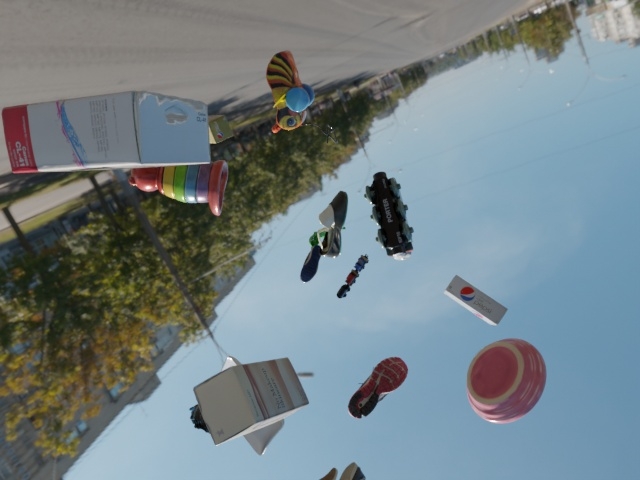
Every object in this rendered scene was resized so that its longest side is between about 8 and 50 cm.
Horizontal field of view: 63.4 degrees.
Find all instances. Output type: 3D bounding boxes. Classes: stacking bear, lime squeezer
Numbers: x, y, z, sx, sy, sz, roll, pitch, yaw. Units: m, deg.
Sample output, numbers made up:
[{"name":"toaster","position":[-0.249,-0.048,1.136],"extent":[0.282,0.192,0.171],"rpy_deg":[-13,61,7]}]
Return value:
[{"name":"stacking bear","position":[-0.457,-0.200,1.659],"extent":[0.289,0.175,0.164],"rpy_deg":[8,160,-3]},{"name":"lime squeezer","position":[0.000,0.000,2.312],"extent":[0.059,0.110,0.310],"rpy_deg":[12,136,-31]}]

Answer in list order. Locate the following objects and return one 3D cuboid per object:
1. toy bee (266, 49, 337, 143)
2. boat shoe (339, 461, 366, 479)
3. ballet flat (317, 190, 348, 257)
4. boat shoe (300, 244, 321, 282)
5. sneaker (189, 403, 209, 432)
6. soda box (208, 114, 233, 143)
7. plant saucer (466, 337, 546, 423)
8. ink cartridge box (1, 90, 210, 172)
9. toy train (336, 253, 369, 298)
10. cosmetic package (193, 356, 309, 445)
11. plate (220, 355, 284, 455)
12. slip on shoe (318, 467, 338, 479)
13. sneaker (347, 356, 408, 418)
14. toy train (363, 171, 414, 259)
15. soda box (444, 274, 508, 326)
[{"name":"toy bee","position":[-0.096,-0.399,1.552],"extent":[0.162,0.298,0.195],"rpy_deg":[-24,176,20]},{"name":"boat shoe","position":[0.073,0.724,1.457],"extent":[0.075,0.065,0.206],"rpy_deg":[-42,-176,38]},{"name":"ballet flat","position":[0.040,-0.050,1.903],"extent":[0.096,0.280,0.095],"rpy_deg":[-6,-147,-18]},{"name":"boat shoe","position":[-0.043,0.110,2.288],"extent":[0.183,0.066,0.066],"rpy_deg":[-64,-171,-23]},{"name":"sneaker","position":[-0.465,0.759,2.163],"extent":[0.139,0.125,0.341],"rpy_deg":[-14,-176,-18]},{"name":"soda box","position":[-0.315,-0.310,1.441],"extent":[0.058,0.061,0.181],"rpy_deg":[-33,-153,-27]},{"name":"plant saucer","position":[0.673,0.509,1.939],"extent":[0.332,0.084,0.332],"rpy_deg":[-42,-153,28]},{"name":"ink cartridge box","position":[-0.403,-0.202,1.002],"extent":[0.306,0.131,0.226],"rpy_deg":[2,-170,21]},{"name":"toy train","position":[0.086,0.100,1.421],"extent":[0.036,0.027,0.158],"rpy_deg":[-15,141,-53]},{"name":"cosmetic package","position":[-0.167,0.400,1.328],"extent":[0.129,0.153,0.296],"rpy_deg":[-33,162,16]},{"name":"plate","position":[-0.233,0.533,1.685],"extent":[0.045,0.277,0.278],"rpy_deg":[-28,156,-42]},{"name":"slip on shoe","position":[0.013,0.875,1.873],"extent":[0.135,0.041,0.051],"rpy_deg":[-47,-171,-30]},{"name":"sneaker","position":[0.217,0.572,2.045],"extent":[0.299,0.121,0.112],"rpy_deg":[-38,169,-13]},{"name":"toy train","position":[0.264,-0.087,1.916],"extent":[0.142,0.334,0.190],"rpy_deg":[-18,161,15]},{"name":"soda box","position":[0.558,0.217,1.872],"extent":[0.074,0.216,0.069],"rpy_deg":[-53,166,-8]}]
